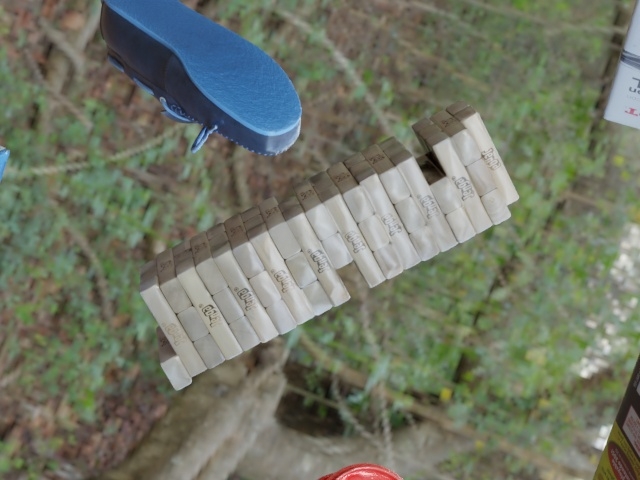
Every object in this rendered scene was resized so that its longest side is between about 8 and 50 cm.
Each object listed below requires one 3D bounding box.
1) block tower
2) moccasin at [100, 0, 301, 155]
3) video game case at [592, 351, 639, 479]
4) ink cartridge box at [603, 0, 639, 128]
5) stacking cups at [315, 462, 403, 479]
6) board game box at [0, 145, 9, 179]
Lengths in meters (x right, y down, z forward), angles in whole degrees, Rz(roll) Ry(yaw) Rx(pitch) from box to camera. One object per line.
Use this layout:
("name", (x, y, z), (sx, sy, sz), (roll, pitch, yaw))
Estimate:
("block tower", (0.000, 0.000, 1.121), (0.335, 0.097, 0.091), (-29, -162, 1))
("moccasin", (-0.146, -0.199, 1.628), (0.137, 0.342, 0.117), (-21, 140, -34))
("video game case", (0.264, 0.230, 0.884), (0.275, 0.035, 0.248), (-112, -156, -47))
("ink cartridge box", (0.215, -0.108, 0.669), (0.150, 0.109, 0.063), (85, 25, -63))
("stacking cups", (0.001, 0.220, 0.898), (0.316, 0.096, 0.096), (117, -4, -70))
("board game box", (-0.421, -0.067, 0.986), (0.302, 0.308, 0.086), (-99, -151, -81))
